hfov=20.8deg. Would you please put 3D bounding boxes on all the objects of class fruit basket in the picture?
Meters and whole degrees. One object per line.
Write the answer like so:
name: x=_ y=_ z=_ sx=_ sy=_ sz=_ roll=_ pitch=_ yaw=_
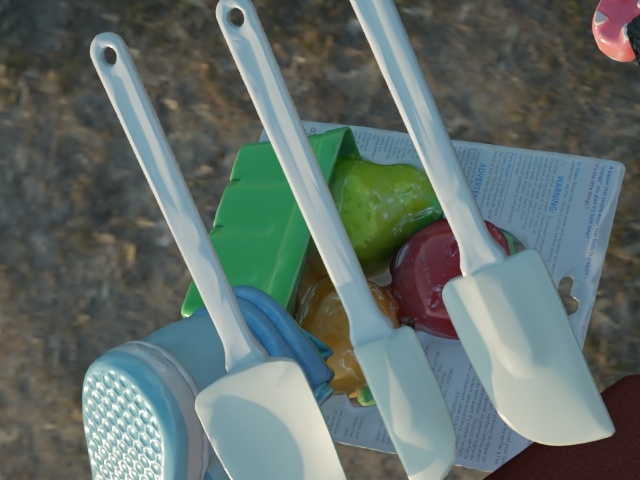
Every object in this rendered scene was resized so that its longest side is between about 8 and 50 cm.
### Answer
fruit basket: x=0.071 y=0.045 z=1.574 sx=0.353 sy=0.165 sz=0.327 roll=11 pitch=62 yaw=12

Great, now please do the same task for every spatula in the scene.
spatula: x=0.000 y=0.000 z=0.732 sx=0.168 sy=0.019 sz=0.242 roll=-23 pitch=95 yaw=24

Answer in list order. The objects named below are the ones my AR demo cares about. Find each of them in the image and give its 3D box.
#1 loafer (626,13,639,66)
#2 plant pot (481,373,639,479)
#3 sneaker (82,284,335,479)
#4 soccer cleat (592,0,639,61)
loafer: x=0.284 y=-0.098 z=1.147 sx=0.078 sy=0.076 sz=0.223 roll=-37 pitch=41 yaw=-3
plant pot: x=0.251 y=0.235 z=1.187 sx=0.236 sy=0.267 sz=0.267 roll=22 pitch=138 yaw=53
sneaker: x=-0.074 y=0.173 z=1.338 sx=0.127 sy=0.208 sz=0.319 roll=33 pitch=136 yaw=26
soccer cleat: x=0.374 y=-0.302 z=1.866 sx=0.083 sy=0.095 sz=0.248 roll=32 pitch=90 yaw=20
